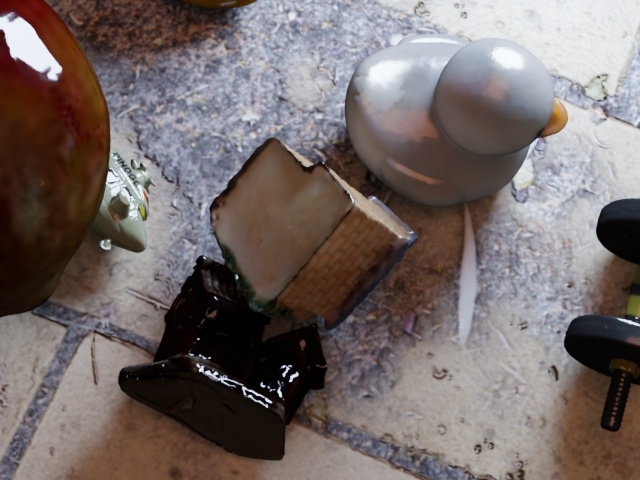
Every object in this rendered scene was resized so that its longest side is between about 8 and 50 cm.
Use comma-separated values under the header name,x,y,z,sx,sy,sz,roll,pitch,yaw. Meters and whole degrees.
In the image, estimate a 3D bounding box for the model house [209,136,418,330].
name,x,y,z,sx,sy,sz,roll,pitch,yaw
model house,0.000,0.000,1.582,0.166,0.172,0.183,-51,45,13

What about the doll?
name,x,y,z,sx,sy,sz,roll,pitch,yaw
doll,0.154,-0.151,1.625,0.251,0.221,0.221,12,72,-2

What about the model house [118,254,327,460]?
name,x,y,z,sx,sy,sz,roll,pitch,yaw
model house,-0.093,0.128,1.577,0.203,0.141,0.164,34,49,-16

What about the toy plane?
name,x,y,z,sx,sy,sz,roll,pitch,yaw
toy plane,-0.272,-0.108,1.640,0.108,0.092,0.286,-28,77,-35

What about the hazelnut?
name,x,y,z,sx,sy,sz,roll,pitch,yaw
hazelnut,-0.414,-0.097,1.473,0.421,0.353,0.421,1,109,4

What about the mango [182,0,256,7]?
name,x,y,z,sx,sy,sz,roll,pitch,yaw
mango,-0.156,-0.379,1.706,0.254,0.139,0.175,38,61,15

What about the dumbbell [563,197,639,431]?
name,x,y,z,sx,sy,sz,roll,pitch,yaw
dumbbell,0.364,0.061,1.614,0.143,0.143,0.325,19,72,1
